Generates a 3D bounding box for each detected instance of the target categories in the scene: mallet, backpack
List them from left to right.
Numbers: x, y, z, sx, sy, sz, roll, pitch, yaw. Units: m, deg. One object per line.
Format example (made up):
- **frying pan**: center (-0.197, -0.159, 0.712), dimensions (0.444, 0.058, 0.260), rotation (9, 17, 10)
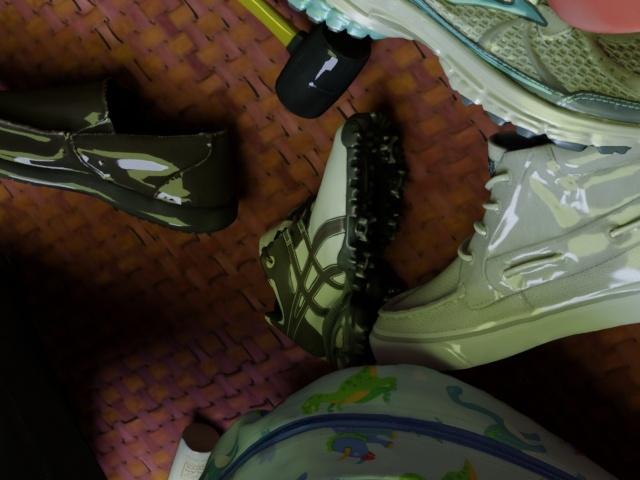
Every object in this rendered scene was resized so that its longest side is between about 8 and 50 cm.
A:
- **mallet**: center (-0.056, -0.148, 1.167), dimensions (0.190, 0.039, 0.062), rotation (38, 132, 8)
- **backpack**: center (0.079, 0.232, 1.166), dimensions (0.290, 0.273, 0.355), rotation (-32, 106, 30)

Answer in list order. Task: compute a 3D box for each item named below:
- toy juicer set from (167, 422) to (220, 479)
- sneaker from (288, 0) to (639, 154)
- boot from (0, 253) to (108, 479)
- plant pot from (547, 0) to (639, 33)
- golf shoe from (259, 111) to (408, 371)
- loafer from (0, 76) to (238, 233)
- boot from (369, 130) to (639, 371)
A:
- **toy juicer set**: center (-0.019, 0.234, 1.390), dimensions (0.329, 0.089, 0.209), rotation (14, 129, 25)
- **sneaker**: center (0.096, -0.143, 1.018), dimensions (0.283, 0.110, 0.122), rotation (25, 129, 15)
- **boot**: center (-0.183, 0.252, 1.303), dimensions (0.445, 0.146, 0.367), rotation (-132, 27, -53)
- **plant pot**: center (0.154, -0.255, 0.765), dimensions (0.275, 0.275, 0.243), rotation (-15, 117, 40)
- **golf shoe**: center (0.000, 0.000, 1.210), dimensions (0.094, 0.077, 0.198), rotation (20, 130, 20)
- **loafer**: center (-0.150, -0.073, 1.265), dimensions (0.220, 0.080, 0.078), rotation (17, 108, 9)
- **boot**: center (0.121, -0.007, 1.129), dimensions (0.258, 0.095, 0.123), rotation (-17, 104, 33)
